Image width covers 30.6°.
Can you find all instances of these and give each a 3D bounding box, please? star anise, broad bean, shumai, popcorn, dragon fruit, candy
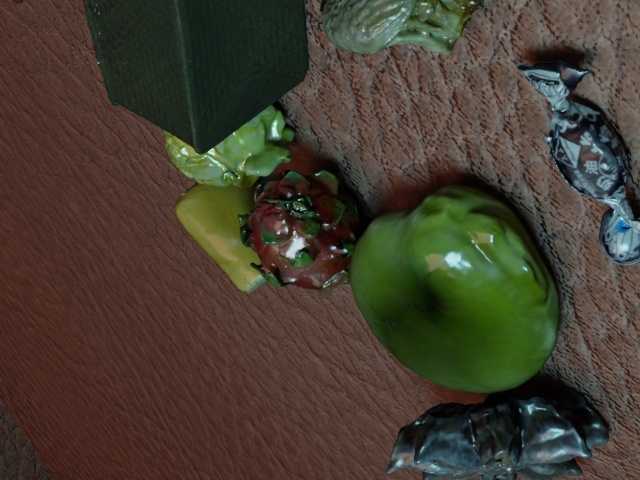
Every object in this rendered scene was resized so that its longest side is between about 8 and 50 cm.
[{"bbox_3d":[0.201,0.218,1.325,0.223,0.236,0.108,124,147,-61],"label":"star anise"},{"bbox_3d":[0.142,0.056,1.253,0.238,0.119,0.291,21,145,17],"label":"broad bean"},{"bbox_3d":[0.079,-0.215,1.038,0.116,0.145,0.146,20,164,-31],"label":"shumai"},{"bbox_3d":[-0.113,-0.126,1.353,0.135,0.141,0.162,44,-159,-59],"label":"popcorn"},{"bbox_3d":[-0.003,-0.002,1.372,0.135,0.236,0.137,-27,66,26],"label":"dragon fruit"},{"bbox_3d":[0.250,-0.071,1.036,0.094,0.051,0.226,-23,108,48],"label":"candy"}]

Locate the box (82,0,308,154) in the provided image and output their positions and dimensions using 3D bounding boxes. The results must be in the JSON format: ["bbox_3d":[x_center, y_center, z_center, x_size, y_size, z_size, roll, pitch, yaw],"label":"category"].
[{"bbox_3d":[-0.126,-0.248,1.177,0.143,0.184,0.273,33,147,27],"label":"box"}]

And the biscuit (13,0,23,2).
[{"bbox_3d":[-0.424,-0.417,1.499,0.172,0.029,0.254,38,153,-10],"label":"biscuit"}]

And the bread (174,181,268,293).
[{"bbox_3d":[-0.094,-0.020,1.471,0.173,0.134,0.085,46,118,7],"label":"bread"}]
